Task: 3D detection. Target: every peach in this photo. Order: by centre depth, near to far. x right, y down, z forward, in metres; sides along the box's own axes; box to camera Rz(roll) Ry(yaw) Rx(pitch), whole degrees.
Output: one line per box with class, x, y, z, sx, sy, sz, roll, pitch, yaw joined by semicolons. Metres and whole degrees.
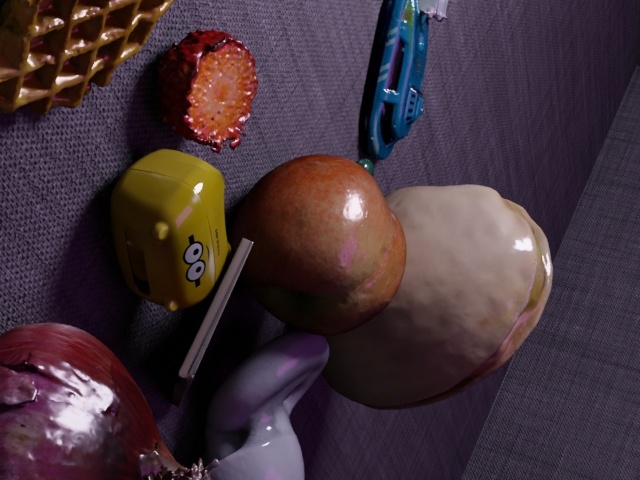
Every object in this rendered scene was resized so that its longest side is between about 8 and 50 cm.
peach;0.000;0.000;1.484;0.252;0.252;0.252;-40;138;-50

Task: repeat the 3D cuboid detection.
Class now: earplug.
earplug;-0.081;0.276;1.534;0.214;0.175;0.325;50;59;-74

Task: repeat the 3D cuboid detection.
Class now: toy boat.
toy boat;0.147;-0.280;1.800;0.134;0.092;0.299;-12;114;-65

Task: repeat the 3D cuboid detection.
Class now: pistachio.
pistachio;0.158;0.083;1.681;0.281;0.445;0.365;28;44;-44

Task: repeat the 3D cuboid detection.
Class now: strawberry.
strawberry;-0.140;-0.183;1.275;0.145;0.086;0.145;-38;134;-53

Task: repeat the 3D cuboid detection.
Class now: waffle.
waffle;-0.219;-0.239;0.992;0.301;0.058;0.281;-53;165;21

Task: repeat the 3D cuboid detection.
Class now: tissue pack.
tissue pack;-0.179;-0.007;1.244;0.127;0.123;0.178;-51;150;-43

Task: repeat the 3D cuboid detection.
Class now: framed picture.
framed picture;-0.142;0.116;1.365;0.260;0.023;0.189;122;-7;-71

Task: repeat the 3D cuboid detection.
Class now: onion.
onion;-0.242;0.256;1.049;0.347;0.285;0.347;0;90;-84

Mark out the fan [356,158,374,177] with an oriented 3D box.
fan;0.070;-0.065;1.816;0.082;0.039;0.155;-28;127;-56
